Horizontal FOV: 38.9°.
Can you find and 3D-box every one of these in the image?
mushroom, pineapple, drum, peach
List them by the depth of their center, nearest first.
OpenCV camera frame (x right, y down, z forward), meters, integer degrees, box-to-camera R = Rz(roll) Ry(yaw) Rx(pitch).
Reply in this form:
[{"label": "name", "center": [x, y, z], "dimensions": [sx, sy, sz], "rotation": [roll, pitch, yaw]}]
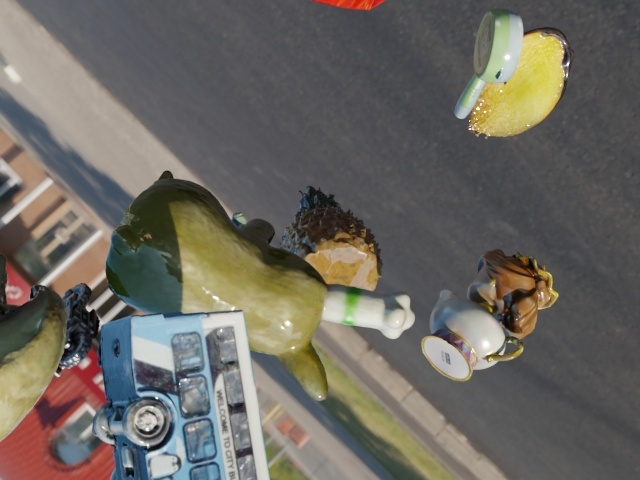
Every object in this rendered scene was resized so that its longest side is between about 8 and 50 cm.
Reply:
[{"label": "mushroom", "center": [-0.444, 0.184, 1.275], "dimensions": [0.292, 0.211, 0.218], "rotation": [-104, 4, -53]}, {"label": "drum", "center": [0.271, -0.265, 1.490], "dimensions": [0.049, 0.130, 0.253], "rotation": [6, 140, -7]}, {"label": "pineapple", "center": [0.000, 0.000, 1.781], "dimensions": [0.202, 0.202, 0.362], "rotation": [52, -172, -28]}, {"label": "peach", "center": [0.386, -0.308, 1.809], "dimensions": [0.189, 0.279, 0.068], "rotation": [58, 169, -26]}]

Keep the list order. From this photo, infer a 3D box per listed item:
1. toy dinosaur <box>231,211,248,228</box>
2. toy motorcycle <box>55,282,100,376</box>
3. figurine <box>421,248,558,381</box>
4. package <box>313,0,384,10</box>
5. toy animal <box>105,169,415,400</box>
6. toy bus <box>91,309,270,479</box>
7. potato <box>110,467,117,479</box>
[{"label": "toy dinosaur", "center": [-0.117, 0.041, 1.333], "dimensions": [0.076, 0.129, 0.383], "rotation": [-22, 125, 42]}, {"label": "toy motorcycle", "center": [-0.446, 0.160, 1.577], "dimensions": [0.084, 0.118, 0.212], "rotation": [52, -171, -32]}, {"label": "figurine", "center": [0.293, 0.120, 1.558], "dimensions": [0.189, 0.263, 0.142], "rotation": [30, 147, 31]}, {"label": "package", "center": [0.008, -0.494, 1.508], "dimensions": [0.196, 0.123, 0.423], "rotation": [53, -153, 8]}, {"label": "toy animal", "center": [-0.085, 0.064, 1.107], "dimensions": [0.362, 0.181, 0.180], "rotation": [28, 177, -12]}, {"label": "toy bus", "center": [-0.118, 0.211, 0.804], "dimensions": [0.106, 0.131, 0.297], "rotation": [-18, 80, 58]}, {"label": "potato", "center": [-0.201, 0.304, 1.313], "dimensions": [0.165, 0.262, 0.165], "rotation": [31, -144, -25]}]
